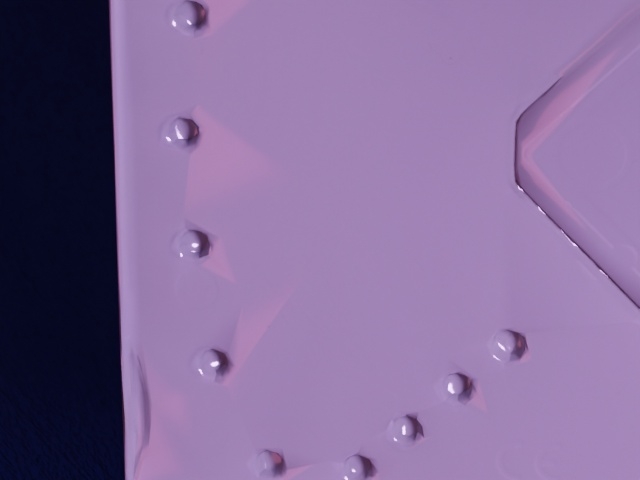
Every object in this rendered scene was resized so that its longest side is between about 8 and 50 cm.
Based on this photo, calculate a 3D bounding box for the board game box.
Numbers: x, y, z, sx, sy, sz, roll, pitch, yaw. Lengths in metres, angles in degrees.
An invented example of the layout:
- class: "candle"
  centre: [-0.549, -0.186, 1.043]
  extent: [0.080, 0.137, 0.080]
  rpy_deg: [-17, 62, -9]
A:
- class: "board game box"
  centre: [0.130, -0.033, 0.633]
  extent: [0.389, 0.050, 0.390]
  rpy_deg: [3, 111, 6]
